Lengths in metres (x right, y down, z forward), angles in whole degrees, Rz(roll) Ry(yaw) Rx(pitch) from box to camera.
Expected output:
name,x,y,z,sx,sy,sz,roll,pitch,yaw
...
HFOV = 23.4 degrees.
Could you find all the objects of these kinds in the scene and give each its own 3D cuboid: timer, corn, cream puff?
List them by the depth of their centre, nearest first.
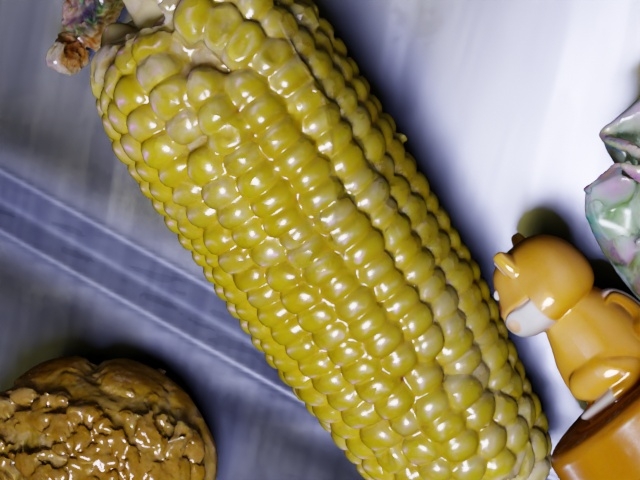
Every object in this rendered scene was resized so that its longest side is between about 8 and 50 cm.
name,x,y,z,sx,sy,sz,roll,pitch,yaw
timer,0.143,0.058,0.768,0.132,0.132,0.152,-44,86,19
corn,0.000,0.000,0.784,0.130,0.130,0.347,-28,104,19
cream puff,-0.133,0.132,0.868,0.143,0.103,0.126,9,106,18

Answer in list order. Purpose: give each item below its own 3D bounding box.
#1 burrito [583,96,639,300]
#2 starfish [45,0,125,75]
name,x,y,z,sx,sy,sz,roll,pitch,yaw
burrito,0.230,-0.054,0.717,0.229,0.089,0.144,-38,82,2
starfish,-0.094,-0.187,0.823,0.150,0.053,0.210,2,99,1
